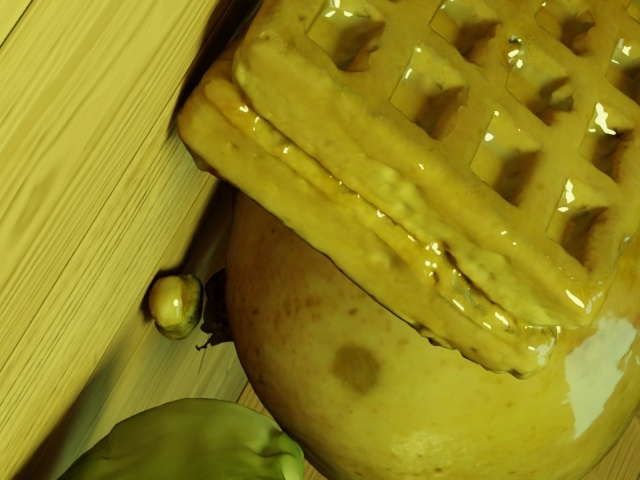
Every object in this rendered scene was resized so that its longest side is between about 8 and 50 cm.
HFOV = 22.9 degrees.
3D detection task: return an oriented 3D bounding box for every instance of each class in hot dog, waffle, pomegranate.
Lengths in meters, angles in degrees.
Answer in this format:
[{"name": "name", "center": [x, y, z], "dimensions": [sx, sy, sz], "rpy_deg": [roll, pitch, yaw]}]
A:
[{"name": "hot dog", "center": [-0.092, 0.042, 1.004], "dimensions": [0.137, 0.028, 0.044], "rpy_deg": [145, -53, -90]}, {"name": "waffle", "center": [0.083, -0.107, 0.815], "dimensions": [0.098, 0.224, 0.328], "rpy_deg": [-40, -165, 46]}, {"name": "pomegranate", "center": [0.064, 0.023, 1.061], "dimensions": [0.338, 0.338, 0.338], "rpy_deg": [-62, 178, -4]}]

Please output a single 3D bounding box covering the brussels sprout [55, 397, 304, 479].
[{"name": "brussels sprout", "center": [-0.076, 0.263, 0.795], "dimensions": [0.371, 0.314, 0.276], "rpy_deg": [-111, -172, -45]}]
